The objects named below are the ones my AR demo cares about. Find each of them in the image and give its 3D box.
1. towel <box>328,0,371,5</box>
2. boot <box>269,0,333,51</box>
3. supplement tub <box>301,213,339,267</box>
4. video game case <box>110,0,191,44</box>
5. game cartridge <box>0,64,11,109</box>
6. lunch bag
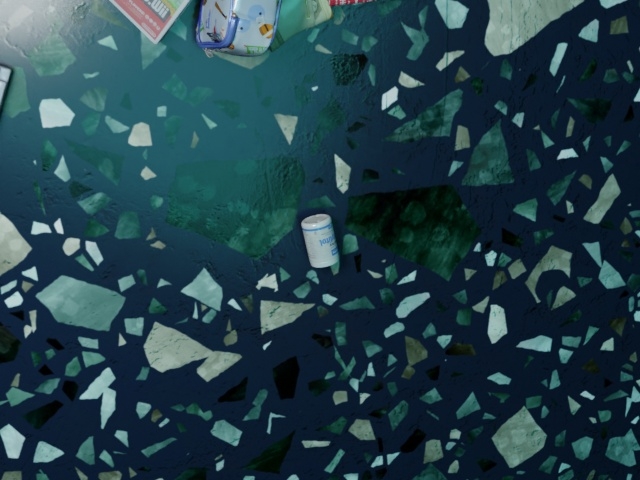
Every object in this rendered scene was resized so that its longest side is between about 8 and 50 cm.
[{"bbox_3d":[0.131,-0.602,1.712,0.275,0.031,0.198,-13,102,-16],"label":"towel"},{"bbox_3d":[-0.087,-0.513,1.692,0.165,0.077,0.213,-31,118,-2],"label":"boot"},{"bbox_3d":[0.000,0.000,1.875,0.071,0.071,0.107,-16,110,-8],"label":"supplement tub"},{"bbox_3d":[-0.317,-0.525,1.549,0.204,0.025,0.285,44,136,-10],"label":"video game case"},{"bbox_3d":[-0.781,-0.292,1.615,0.297,0.062,0.198,17,106,-17],"label":"game cartridge"},{"bbox_3d":[-0.161,-0.500,1.593,0.115,0.243,0.303,6,101,-28],"label":"lunch bag"}]
